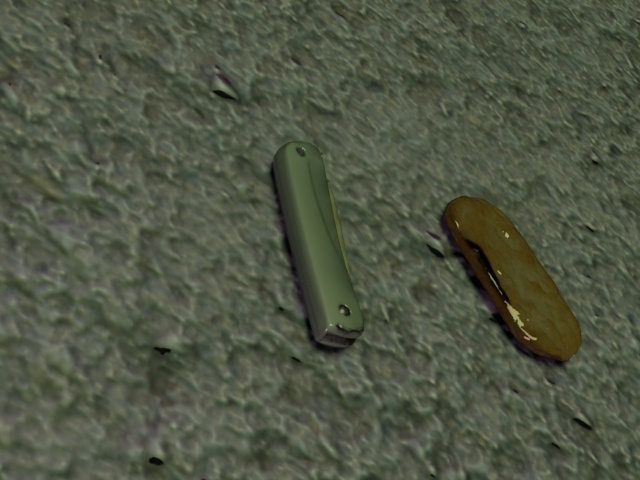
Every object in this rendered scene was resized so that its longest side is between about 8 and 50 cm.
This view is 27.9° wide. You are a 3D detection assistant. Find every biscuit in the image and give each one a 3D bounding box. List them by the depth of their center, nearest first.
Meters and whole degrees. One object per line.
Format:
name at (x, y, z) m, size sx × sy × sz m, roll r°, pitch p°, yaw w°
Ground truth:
biscuit at (0.138, 0.025, 0.929) m, size 0.071 × 0.018 × 0.147 m, roll -4°, pitch 55°, yaw -46°

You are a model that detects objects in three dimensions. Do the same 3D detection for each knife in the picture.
knife at (0.000, 0.000, 0.830) m, size 0.044 × 0.023 × 0.162 m, roll 17°, pitch 43°, yaw -34°
